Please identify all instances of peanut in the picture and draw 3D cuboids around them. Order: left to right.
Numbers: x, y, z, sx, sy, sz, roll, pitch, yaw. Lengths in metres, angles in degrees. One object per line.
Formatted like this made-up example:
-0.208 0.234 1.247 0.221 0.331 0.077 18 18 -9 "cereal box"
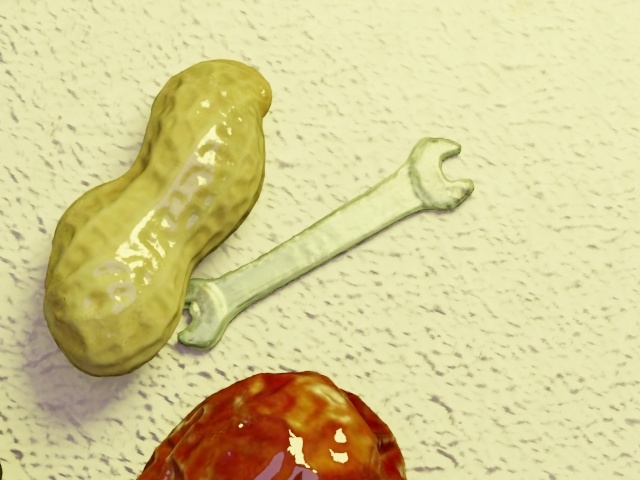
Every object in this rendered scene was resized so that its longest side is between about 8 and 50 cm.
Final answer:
-0.137 -0.025 1.551 0.136 0.120 0.298 30 78 7 "peanut"

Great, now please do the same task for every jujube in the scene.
-0.083 0.259 1.472 0.342 0.216 0.216 -43 84 7 "jujube"

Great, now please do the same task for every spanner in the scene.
0.000 0.000 1.602 0.302 0.017 0.071 -29 82 -7 "spanner"

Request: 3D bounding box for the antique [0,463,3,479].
-0.401 0.229 1.438 0.322 0.185 0.255 -25 107 -1 "antique"
